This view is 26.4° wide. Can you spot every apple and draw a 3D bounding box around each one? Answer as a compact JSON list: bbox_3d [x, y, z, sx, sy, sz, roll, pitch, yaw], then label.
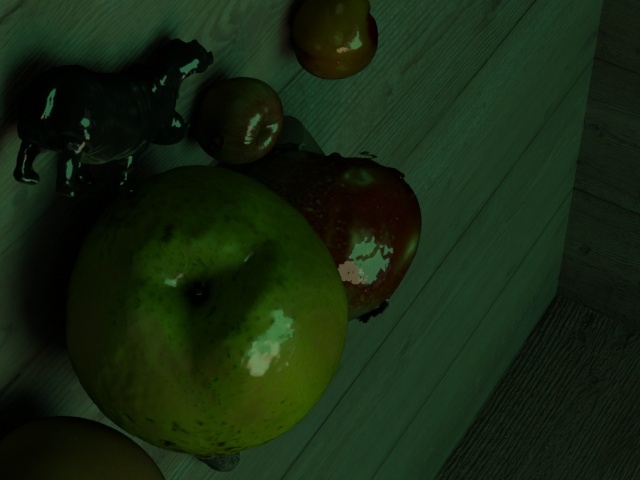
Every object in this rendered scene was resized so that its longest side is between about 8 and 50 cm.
[{"bbox_3d":[-0.112,-0.168,1.889,0.126,0.102,0.126,-42,148,-34],"label":"apple"}]

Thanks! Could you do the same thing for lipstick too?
[{"bbox_3d":[-0.023,-0.120,2.181,0.070,0.070,0.254,-62,158,-9],"label":"lipstick"}]

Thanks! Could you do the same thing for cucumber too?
[{"bbox_3d":[-0.180,0.356,2.336,0.064,0.064,0.112,-60,155,-14],"label":"cucumber"}]

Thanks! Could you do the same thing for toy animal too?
[{"bbox_3d":[-0.242,-0.143,1.621,0.343,0.106,0.168,-34,136,-62],"label":"toy animal"}]

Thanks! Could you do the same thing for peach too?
[{"bbox_3d":[0.020,-0.304,2.019,0.138,0.138,0.138,-49,153,-36],"label":"peach"}]

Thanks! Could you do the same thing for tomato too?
[{"bbox_3d":[0.000,0.000,2.040,0.303,0.303,0.239,45,48,-67],"label":"tomato"}]

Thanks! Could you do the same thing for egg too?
[{"bbox_3d":[-0.319,0.358,1.766,0.250,0.250,0.322,-54,149,-26],"label":"egg"}]

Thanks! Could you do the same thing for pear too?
[{"bbox_3d":[-0.147,0.082,1.718,0.391,0.391,0.391,-49,153,-36],"label":"pear"}]
